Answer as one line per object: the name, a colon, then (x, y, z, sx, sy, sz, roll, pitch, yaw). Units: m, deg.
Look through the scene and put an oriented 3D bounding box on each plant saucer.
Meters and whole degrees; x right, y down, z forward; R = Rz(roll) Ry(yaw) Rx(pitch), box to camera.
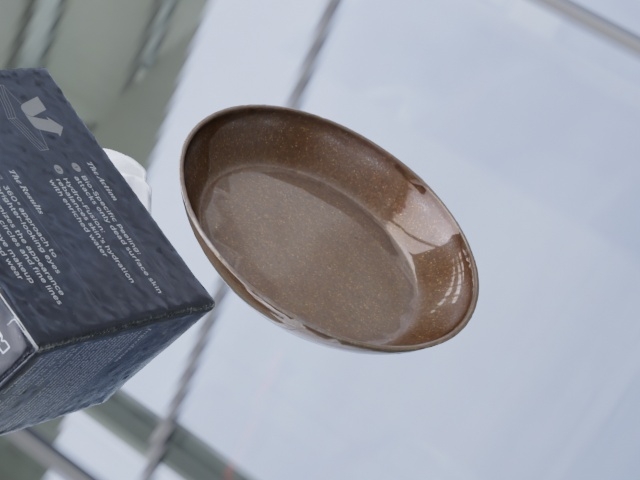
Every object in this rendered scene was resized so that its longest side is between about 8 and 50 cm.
plant saucer: (0.000, 0.000, 1.170, 0.198, 0.198, 0.036, -22, -28, -50)

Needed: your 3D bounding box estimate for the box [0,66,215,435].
box: (-0.159, 0.006, 0.942, 0.093, 0.156, 0.158, -42, -14, 25)

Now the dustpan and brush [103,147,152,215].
dustpan and brush: (-0.225, -0.036, 1.819, 0.060, 0.211, 0.147, -41, -37, -47)
